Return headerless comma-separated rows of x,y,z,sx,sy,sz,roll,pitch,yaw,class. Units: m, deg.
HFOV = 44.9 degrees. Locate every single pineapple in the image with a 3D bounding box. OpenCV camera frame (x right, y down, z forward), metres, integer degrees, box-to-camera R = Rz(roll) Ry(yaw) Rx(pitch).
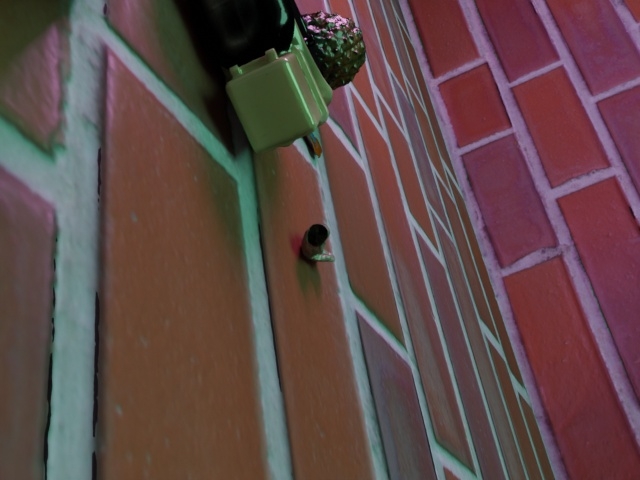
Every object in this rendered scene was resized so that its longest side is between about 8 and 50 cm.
-0.017,-0.248,0.997,0.197,0.108,0.108,-15,83,-61,pineapple

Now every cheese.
-0.023,-0.156,0.975,0.111,0.017,0.047,62,21,-18,cheese

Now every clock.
-0.094,-0.286,0.759,0.379,0.120,0.276,63,12,-17,clock

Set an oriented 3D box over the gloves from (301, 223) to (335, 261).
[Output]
-0.002,0.000,0.801,0.044,0.037,0.081,-64,160,-20,gloves
